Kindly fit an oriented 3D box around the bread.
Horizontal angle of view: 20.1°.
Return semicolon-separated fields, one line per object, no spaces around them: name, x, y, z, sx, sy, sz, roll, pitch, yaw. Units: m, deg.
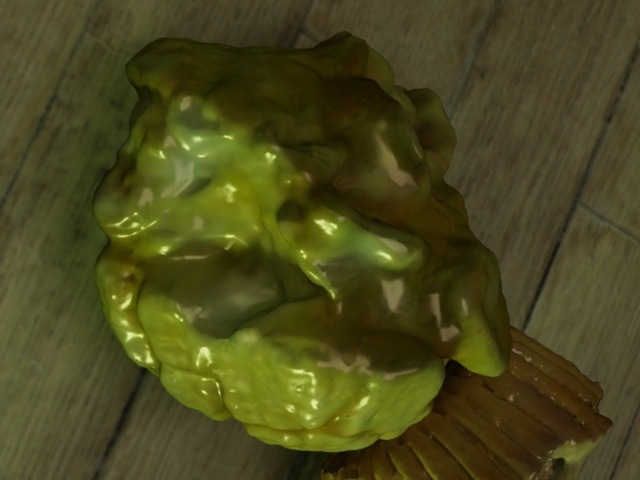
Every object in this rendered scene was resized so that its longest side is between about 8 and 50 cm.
bread;0.107;0.187;1.524;0.149;0.274;0.274;45;70;-10

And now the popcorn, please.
popcorn;-0.013;0.002;1.431;0.292;0.294;0.334;17;64;-72
